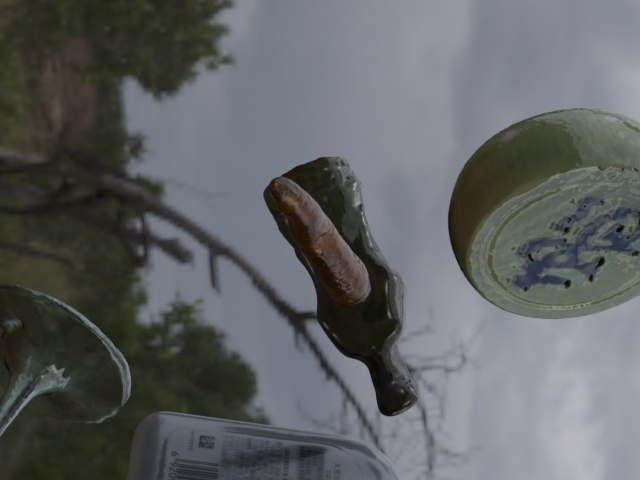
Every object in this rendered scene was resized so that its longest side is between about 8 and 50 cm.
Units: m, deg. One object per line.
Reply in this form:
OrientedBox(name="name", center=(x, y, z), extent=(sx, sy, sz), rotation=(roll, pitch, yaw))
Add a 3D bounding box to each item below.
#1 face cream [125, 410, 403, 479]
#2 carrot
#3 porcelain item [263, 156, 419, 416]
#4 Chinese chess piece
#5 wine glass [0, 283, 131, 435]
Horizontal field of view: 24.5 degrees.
OrientedBox(name="face cream", center=(-0.007, 0.212, 1.140), extent=(0.071, 0.291, 0.143), rotation=(106, -11, -59))
OrientedBox(name="carrot", center=(-0.001, -0.001, 1.087), extent=(0.165, 0.036, 0.035), rotation=(55, 17, -48))
OrientedBox(name="porcelain item", center=(0.031, 0.039, 1.201), extent=(0.069, 0.081, 0.215), rotation=(56, 8, -71))
OrientedBox(name="Chinese chess piece", center=(0.148, -0.013, 0.878), extent=(0.144, 0.144, 0.058), rotation=(94, -8, -47))
OrientedBox(name="wine glass", center=(-0.373, 0.251, 1.495), extent=(0.406, 0.267, 0.267), rotation=(-59, 159, -45))
